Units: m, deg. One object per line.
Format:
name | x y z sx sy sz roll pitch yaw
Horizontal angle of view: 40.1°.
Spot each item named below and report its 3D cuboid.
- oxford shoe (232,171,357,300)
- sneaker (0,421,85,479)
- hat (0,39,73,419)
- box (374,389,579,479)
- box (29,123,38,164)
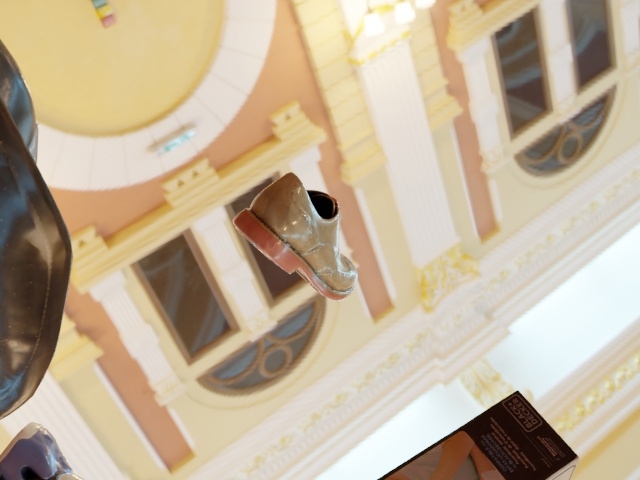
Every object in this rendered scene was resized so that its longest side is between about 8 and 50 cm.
oxford shoe | 0.000 0.000 1.373 0.123 0.348 0.130 42 -88 26
sneaker | -0.246 0.327 0.699 0.182 0.127 0.316 30 -102 0
hat | -0.248 -0.054 0.474 0.331 0.331 0.134 -3 -142 23
box | 0.089 0.278 0.811 0.289 0.169 0.087 -26 -126 -20
box | -0.391 -0.049 0.820 0.232 0.183 0.059 13 -148 -4
